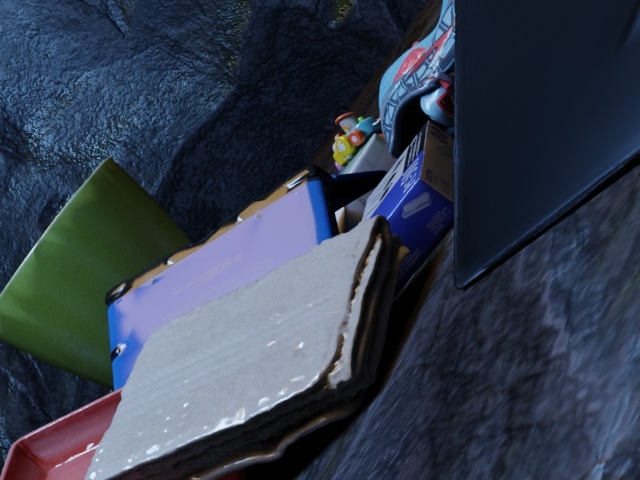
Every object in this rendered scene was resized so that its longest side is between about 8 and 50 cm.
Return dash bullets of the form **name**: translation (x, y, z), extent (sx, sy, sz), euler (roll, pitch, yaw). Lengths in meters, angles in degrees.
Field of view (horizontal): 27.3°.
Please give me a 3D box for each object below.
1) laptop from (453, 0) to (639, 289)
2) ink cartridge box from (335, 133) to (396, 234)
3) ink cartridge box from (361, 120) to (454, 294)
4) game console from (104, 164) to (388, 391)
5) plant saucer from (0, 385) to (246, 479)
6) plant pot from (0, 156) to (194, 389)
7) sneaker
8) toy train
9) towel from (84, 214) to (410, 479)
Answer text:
- **laptop**: translation (0.263, -0.206, 0.821), extent (0.408, 0.236, 0.382), euler (-24, -11, -31)
- **ink cartridge box**: translation (0.000, 0.000, 1.550), extent (0.224, 0.056, 0.181), euler (-55, 5, -32)
- **ink cartridge box**: translation (0.078, -0.032, 1.133), extent (0.097, 0.046, 0.207), euler (-53, 6, 17)
- **game console**: translation (-0.062, 0.057, 1.368), extent (0.293, 0.173, 0.250), euler (-31, 50, 26)
- **plant saucer**: translation (-0.163, 0.203, 1.107), extent (0.259, 0.047, 0.258), euler (-26, 23, 10)
- **plant pot**: translation (-0.235, 0.087, 1.709), extent (0.274, 0.294, 0.275), euler (-53, 6, 8)
- **sneaker**: translation (0.143, -0.163, 1.272), extent (0.262, 0.104, 0.125), euler (126, 159, -47)
- **toy train**: translation (0.063, -0.141, 1.625), extent (0.125, 0.046, 0.166), euler (-35, -7, -2)
- **towel**: translation (-0.057, 0.097, 1.012), extent (0.282, 0.049, 0.187), euler (-26, 28, 33)
